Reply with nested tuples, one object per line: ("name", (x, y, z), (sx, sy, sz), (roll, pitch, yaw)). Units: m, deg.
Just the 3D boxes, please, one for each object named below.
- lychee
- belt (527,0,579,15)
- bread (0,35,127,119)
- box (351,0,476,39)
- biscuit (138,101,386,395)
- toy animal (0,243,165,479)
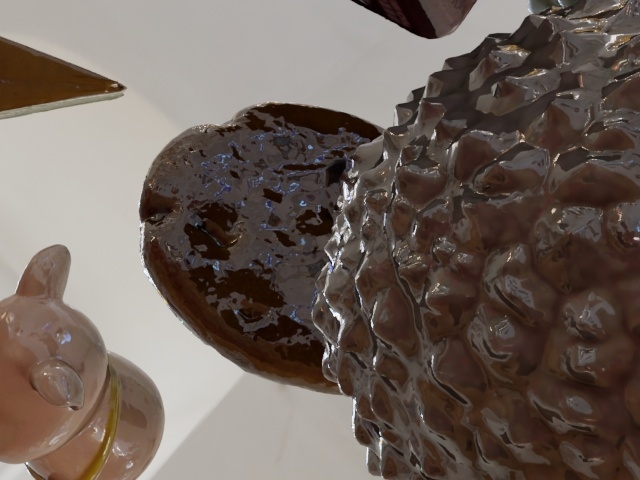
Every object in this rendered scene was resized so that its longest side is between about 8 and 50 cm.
("lychee", (0.141, 0.035, 0.626), (0.300, 0.300, 0.300), (10, -63, 19))
("belt", (0.260, -0.152, 0.962), (0.257, 0.150, 0.207), (38, -34, -3))
("bread", (-0.252, -0.162, 1.422), (0.139, 0.074, 0.084), (-10, -91, -8))
("box", (-0.002, -0.176, 0.666), (0.120, 0.224, 0.069), (31, -96, 25))
("biscuit", (0.000, 0.000, 0.887), (0.212, 0.212, 0.036), (29, -42, 8))
("toy animal", (-0.222, 0.143, 1.349), (0.149, 0.165, 0.248), (-27, -36, -2))
